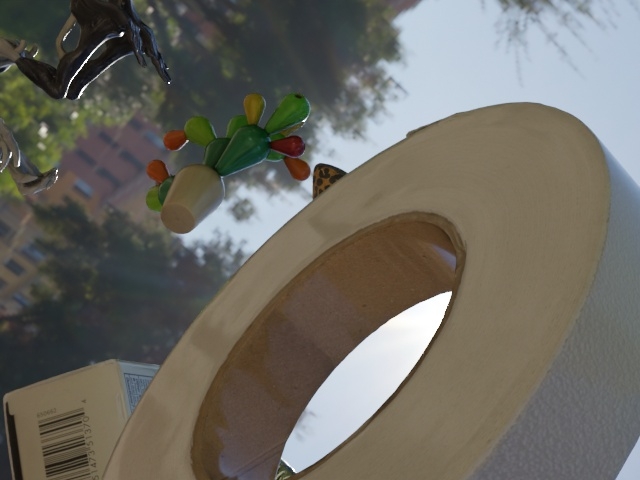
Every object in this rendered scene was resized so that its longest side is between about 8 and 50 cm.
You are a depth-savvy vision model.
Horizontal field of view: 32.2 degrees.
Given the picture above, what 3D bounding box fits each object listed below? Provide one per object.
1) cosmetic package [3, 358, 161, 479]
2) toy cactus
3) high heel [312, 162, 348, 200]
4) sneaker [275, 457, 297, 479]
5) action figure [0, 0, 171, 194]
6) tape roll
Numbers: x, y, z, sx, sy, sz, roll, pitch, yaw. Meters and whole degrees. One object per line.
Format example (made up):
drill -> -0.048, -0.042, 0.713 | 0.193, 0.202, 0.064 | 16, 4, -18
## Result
cosmetic package -> -0.174, 0.215, 1.117 | 0.129, 0.296, 0.153 | -18, -107, 16
toy cactus -> -0.100, -0.059, 1.058 | 0.219, 0.112, 0.180 | -18, -155, 28
high heel -> 0.000, 0.000, 1.861 | 0.093, 0.186, 0.261 | -21, 161, -48
sneaker -> -0.049, 0.292, 1.285 | 0.064, 0.086, 0.192 | -50, -152, -7
action figure -> -0.269, -0.111, 0.920 | 0.276, 0.141, 0.164 | -23, 179, 3
tape roll -> 0.021, 0.079, 0.648 | 0.392, 0.072, 0.392 | -38, -158, 18
